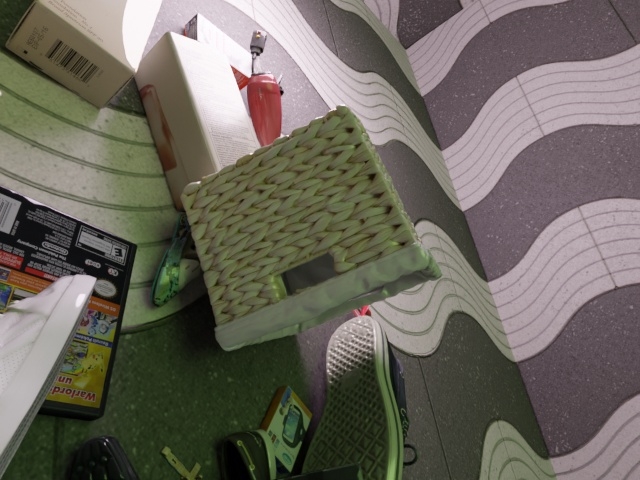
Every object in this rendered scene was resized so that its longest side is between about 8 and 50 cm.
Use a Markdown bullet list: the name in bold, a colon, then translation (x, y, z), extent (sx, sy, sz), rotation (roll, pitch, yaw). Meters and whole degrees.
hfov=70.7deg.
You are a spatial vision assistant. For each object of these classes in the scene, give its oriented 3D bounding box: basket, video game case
- **basket**: translation (0.000, 0.000, 0.778), extent (0.267, 0.328, 0.331), rotation (69, 13, 14)
- **video game case**: translation (-0.364, 0.061, 0.526), extent (0.274, 0.035, 0.249), rotation (32, 42, -42)

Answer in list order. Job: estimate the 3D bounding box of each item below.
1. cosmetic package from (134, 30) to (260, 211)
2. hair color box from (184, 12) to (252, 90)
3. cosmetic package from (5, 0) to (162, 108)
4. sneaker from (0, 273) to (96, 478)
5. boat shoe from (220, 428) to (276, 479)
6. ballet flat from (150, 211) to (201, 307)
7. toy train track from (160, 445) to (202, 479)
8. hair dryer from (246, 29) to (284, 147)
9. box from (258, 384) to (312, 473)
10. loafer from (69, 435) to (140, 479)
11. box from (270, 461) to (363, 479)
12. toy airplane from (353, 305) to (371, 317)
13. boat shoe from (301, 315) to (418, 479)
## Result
- **cosmetic package**: translation (-0.223, -0.211, 0.853), extent (0.153, 0.129, 0.297), rotation (-3, 71, -56)
- **hair color box**: translation (-0.241, -0.445, 1.077), extent (0.167, 0.053, 0.093), rotation (26, 49, -48)
- **cosmetic package**: translation (-0.380, -0.396, 0.774), extent (0.160, 0.113, 0.310), rotation (33, 43, -40)
- **sneaker**: translation (-0.328, 0.099, 0.408), extent (0.169, 0.108, 0.293), rotation (22, 21, -16)
- **boat shoe**: translation (-0.096, 0.392, 0.640), extent (0.068, 0.081, 0.228), rotation (18, 46, -46)
- **ballet flat**: translation (-0.218, 0.026, 0.731), extent (0.070, 0.070, 0.189), rotation (39, 39, -35)
- **toy train track**: translation (-0.187, 0.315, 0.619), extent (0.083, 0.014, 0.048), rotation (55, 32, -13)
- **hair dryer**: translation (-0.115, -0.345, 1.123), extent (0.224, 0.079, 0.294), rotation (53, 37, -63)
- **box**: translation (-0.065, 0.330, 0.779), extent (0.081, 0.028, 0.136), rotation (54, 30, -16)
- **loafer**: translation (-0.222, 0.333, 0.509), extent (0.078, 0.076, 0.224), rotation (85, -17, -77)
- **box**: translation (-0.036, 0.444, 0.508), extent (0.077, 0.242, 0.308), rotation (94, -14, -54)
- **toy airplane**: translation (0.107, 0.191, 1.141), extent (0.151, 0.028, 0.151), rotation (37, 40, -39)
- **boat shoe**: translation (0.083, 0.352, 0.824), extent (0.156, 0.186, 0.500), rotation (55, 23, -23)
